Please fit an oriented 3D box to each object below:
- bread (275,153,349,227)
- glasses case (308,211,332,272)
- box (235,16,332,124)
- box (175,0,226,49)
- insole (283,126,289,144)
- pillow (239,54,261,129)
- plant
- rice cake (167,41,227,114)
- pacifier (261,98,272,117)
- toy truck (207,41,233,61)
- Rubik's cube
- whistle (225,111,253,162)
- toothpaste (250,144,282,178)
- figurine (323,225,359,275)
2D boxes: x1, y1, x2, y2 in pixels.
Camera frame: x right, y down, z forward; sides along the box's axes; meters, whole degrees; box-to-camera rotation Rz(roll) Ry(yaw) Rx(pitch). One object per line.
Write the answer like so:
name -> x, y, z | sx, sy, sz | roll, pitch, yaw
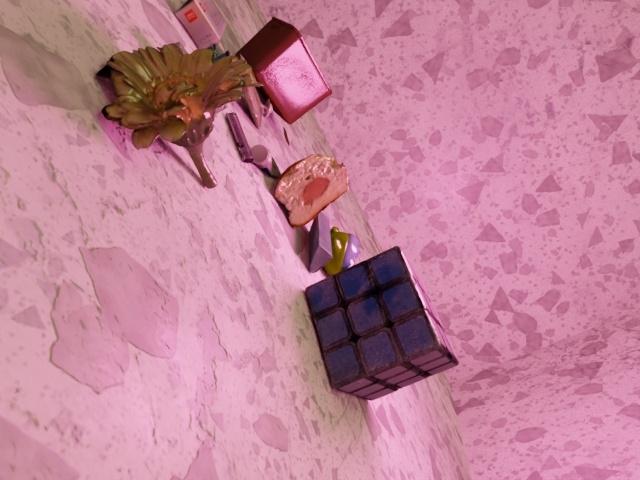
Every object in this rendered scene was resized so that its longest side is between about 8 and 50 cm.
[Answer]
bread -> -0.019, -0.184, 1.439 | 0.184, 0.211, 0.224 | 56, 28, -15
glasses case -> 0.000, 0.000, 1.463 | 0.056, 0.105, 0.266 | 16, 27, -9
box -> -0.154, -0.685, 1.806 | 0.239, 0.229, 0.339 | 50, 0, 43
box -> -0.380, -0.719, 1.431 | 0.135, 0.079, 0.269 | 55, 15, -34
insole -> -0.155, -0.476, 2.007 | 0.045, 0.002, 0.135 | 52, 17, -43
pillow -> -0.241, -0.505, 1.510 | 0.230, 0.050, 0.148 | 77, -5, -69
plant -> -0.276, -0.261, 0.839 | 0.261, 0.297, 0.306 | 41, 58, 1
rice cake -> -0.317, -0.392, 1.082 | 0.206, 0.069, 0.063 | 47, 22, -43
pacifier -> -0.227, -0.533, 1.760 | 0.064, 0.068, 0.083 | 14, 40, -28
toy truck -> -0.317, -0.596, 1.435 | 0.067, 0.081, 0.175 | 52, 17, -47
Rubik's cube -> 0.174, 0.246, 1.241 | 0.303, 0.305, 0.301 | 41, 27, -55
whistle -> -0.237, -0.304, 1.288 | 0.177, 0.033, 0.033 | 67, 14, 18
toothpaste -> -0.169, -0.255, 1.439 | 0.096, 0.061, 0.266 | 63, 6, 4
figurine -> 0.077, 0.084, 1.564 | 0.162, 0.143, 0.264 | -80, 159, -59
